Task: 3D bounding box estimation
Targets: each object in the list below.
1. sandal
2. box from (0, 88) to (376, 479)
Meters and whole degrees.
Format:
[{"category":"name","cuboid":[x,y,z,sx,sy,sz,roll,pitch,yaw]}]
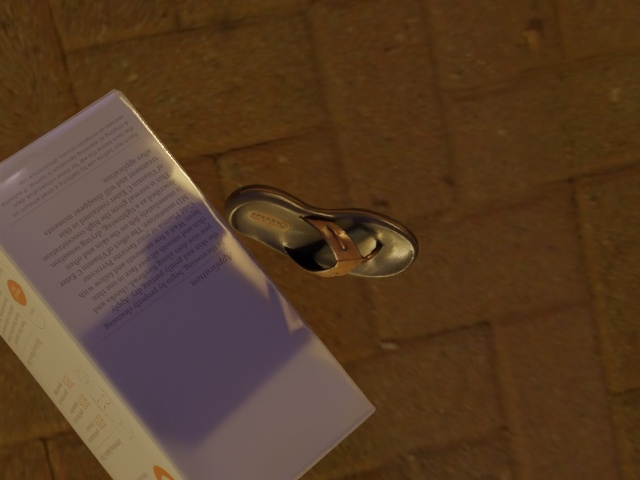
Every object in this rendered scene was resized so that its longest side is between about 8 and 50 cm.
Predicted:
[{"category":"sandal","cuboid":[0.000,0.000,1.453,0.219,0.060,0.090,19,128,-16]},{"category":"box","cuboid":[-0.149,0.081,1.156,0.168,0.215,0.345,-37,88,-25]}]
